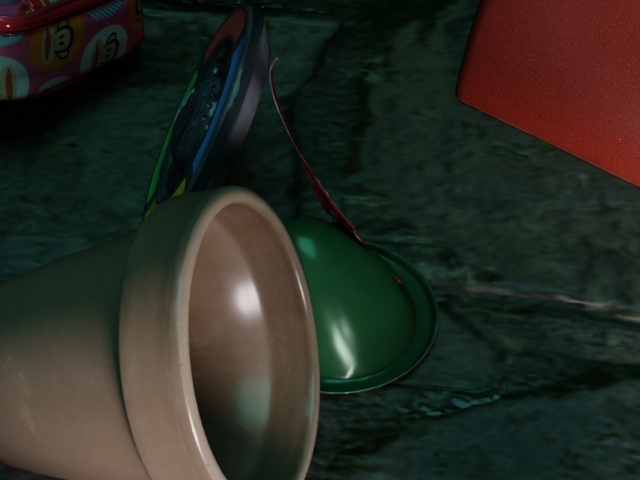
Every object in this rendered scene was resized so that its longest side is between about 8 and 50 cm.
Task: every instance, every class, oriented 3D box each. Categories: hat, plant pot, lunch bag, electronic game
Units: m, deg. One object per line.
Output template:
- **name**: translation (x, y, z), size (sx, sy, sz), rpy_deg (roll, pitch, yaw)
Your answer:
- **hat**: translation (0.000, 0.000, 1.547), size (0.208, 0.183, 0.173), rpy_deg (27, 54, 24)
- **plant pot**: translation (-0.150, 0.096, 1.457), size (0.229, 0.263, 0.263), rpy_deg (-6, 46, 23)
- **lunch bag**: translation (-0.342, -0.241, 1.780), size (0.293, 0.120, 0.258), rpy_deg (28, 39, 28)
- **electronic game**: translation (-0.104, -0.103, 1.627), size (0.048, 0.229, 0.229), rpy_deg (22, 48, -14)
- **plant pot**: translation (0.306, -0.240, 1.709), size (0.267, 0.236, 0.267), rpy_deg (29, 57, 24)
